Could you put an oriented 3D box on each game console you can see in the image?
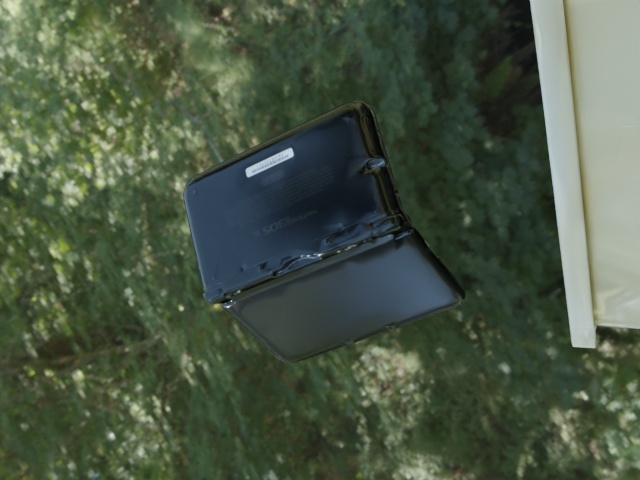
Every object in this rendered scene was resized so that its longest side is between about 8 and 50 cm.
[{"bbox_3d":[0.000,0.000,0.480,0.071,0.122,0.107,14,-123,-59],"label":"game console"}]

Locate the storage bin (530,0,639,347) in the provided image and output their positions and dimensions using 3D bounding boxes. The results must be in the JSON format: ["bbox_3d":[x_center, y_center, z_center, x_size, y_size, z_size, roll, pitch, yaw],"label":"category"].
[{"bbox_3d":[0.191,-0.127,0.417,0.123,0.260,0.262,3,133,26],"label":"storage bin"}]
